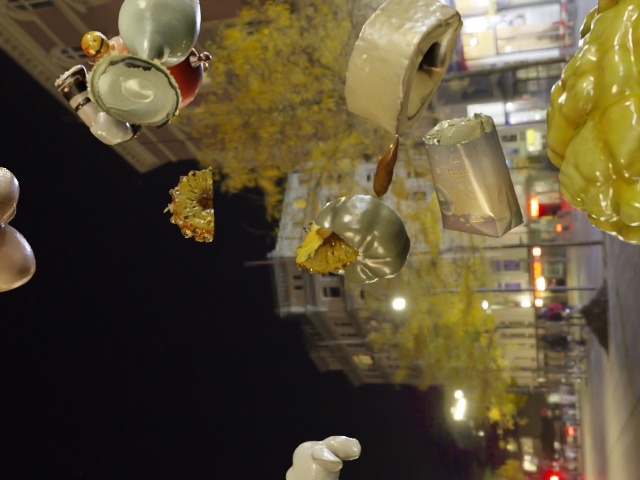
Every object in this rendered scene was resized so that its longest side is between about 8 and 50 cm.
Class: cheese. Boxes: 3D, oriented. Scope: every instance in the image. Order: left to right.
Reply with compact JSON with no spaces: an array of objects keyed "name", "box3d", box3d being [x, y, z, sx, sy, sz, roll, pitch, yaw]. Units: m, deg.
[{"name":"cheese","box3d":[0.187,-0.411,1.638,0.292,0.153,0.332,-55,-13,-15]}]

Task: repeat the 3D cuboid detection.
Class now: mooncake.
[{"name":"mooncake","box3d":[0.108,0.005,1.992,0.135,0.275,0.274,-68,-29,-42]}]

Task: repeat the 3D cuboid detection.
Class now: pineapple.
[{"name":"pineapple","box3d":[-0.360,-0.103,1.986,0.079,0.135,0.233,110,159,-54]},{"name":"pineapple","box3d":[0.000,0.000,1.244,0.114,0.114,0.077,-127,25,-47]}]

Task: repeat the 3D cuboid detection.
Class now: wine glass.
[{"name":"wine glass","box3d":[-0.273,-0.325,1.184,0.321,0.144,0.143,-86,-16,-46]}]

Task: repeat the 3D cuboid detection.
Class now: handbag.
[{"name":"handbag","box3d":[0.205,-0.095,0.980,0.095,0.117,0.173,-32,-65,-28]}]

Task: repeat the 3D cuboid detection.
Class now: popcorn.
[{"name":"popcorn","box3d":[0.320,-0.119,0.623,0.224,0.271,0.257,92,161,-60]}]

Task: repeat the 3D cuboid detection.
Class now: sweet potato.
[{"name":"sweet potato","box3d":[0.188,-0.210,2.053,0.056,0.057,0.194,-57,-15,-62]}]

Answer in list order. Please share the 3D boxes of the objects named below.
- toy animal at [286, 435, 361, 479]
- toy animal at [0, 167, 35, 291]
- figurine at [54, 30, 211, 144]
[{"name":"toy animal","box3d":[0.022,0.543,1.625,0.128,0.179,0.193,-13,-96,-50]},{"name":"toy animal","box3d":[-0.589,-0.008,1.193,0.229,0.210,0.221,60,-164,-75]},{"name":"figurine","box3d":[-0.410,-0.369,1.681,0.196,0.323,0.320,56,-172,33]}]
